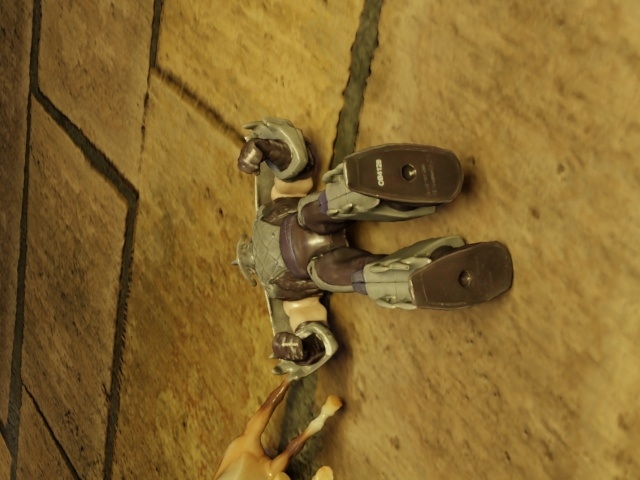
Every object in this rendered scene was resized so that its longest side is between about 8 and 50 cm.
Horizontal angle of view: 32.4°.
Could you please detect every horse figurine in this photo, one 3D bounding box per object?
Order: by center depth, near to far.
[{"bbox_3d":[-0.050,0.195,0.802,0.174,0.066,0.263,-53,11,22],"label":"horse figurine"}]

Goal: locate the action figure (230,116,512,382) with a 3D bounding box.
[{"bbox_3d":[0.000,0.000,0.747,0.285,0.099,0.185,-12,95,62],"label":"action figure"}]
